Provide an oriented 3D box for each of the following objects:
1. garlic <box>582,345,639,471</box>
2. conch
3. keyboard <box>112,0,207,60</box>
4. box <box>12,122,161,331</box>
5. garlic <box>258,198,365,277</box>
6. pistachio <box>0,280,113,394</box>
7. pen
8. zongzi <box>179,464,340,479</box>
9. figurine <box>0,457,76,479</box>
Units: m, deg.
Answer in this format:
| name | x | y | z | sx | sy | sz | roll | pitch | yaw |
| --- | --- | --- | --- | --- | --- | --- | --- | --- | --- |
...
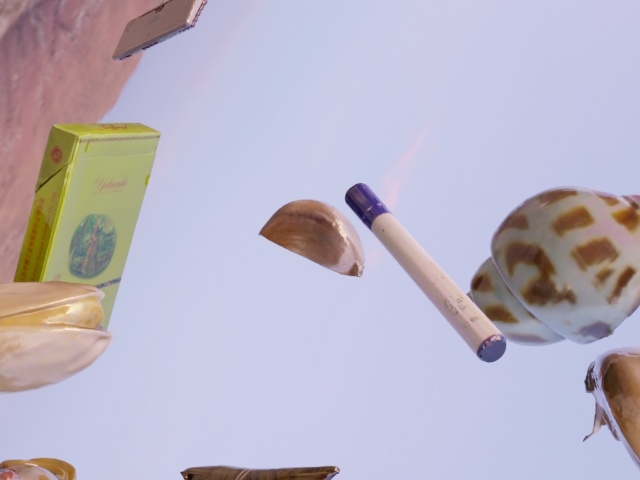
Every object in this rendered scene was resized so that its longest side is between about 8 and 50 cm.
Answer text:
| name | x | y | z | sx | sy | sz | roll | pitch | yaw |
| --- | --- | --- | --- | --- | --- | --- | --- | --- | --- |
| garlic | 0.464 | 0.250 | 1.362 | 0.338 | 0.151 | 0.196 | -151 | -103 | -87 |
| conch | 0.338 | 0.051 | 1.294 | 0.249 | 0.197 | 0.368 | -82 | -169 | -47 |
| keyboard | -0.171 | -0.231 | 0.953 | 0.166 | 0.017 | 0.055 | -5 | -119 | 51 |
| box | -0.306 | 0.015 | 1.129 | 0.187 | 0.047 | 0.335 | -20 | 131 | -67 |
| garlic | -0.002 | -0.015 | 1.545 | 0.087 | 0.195 | 0.101 | -46 | 159 | -80 |
| pistachio | -0.318 | 0.101 | 0.926 | 0.145 | 0.200 | 0.117 | 16 | 70 | -73 |
| pen | 0.094 | 0.022 | 0.854 | 0.033 | 0.033 | 0.269 | -53 | -140 | 13 |
| zongzi | -0.089 | 0.423 | 1.195 | 0.241 | 0.111 | 0.248 | -11 | -117 | 33 |
| figurine | -0.374 | 0.330 | 0.975 | 0.274 | 0.193 | 0.133 | -42 | 144 | -73 |
